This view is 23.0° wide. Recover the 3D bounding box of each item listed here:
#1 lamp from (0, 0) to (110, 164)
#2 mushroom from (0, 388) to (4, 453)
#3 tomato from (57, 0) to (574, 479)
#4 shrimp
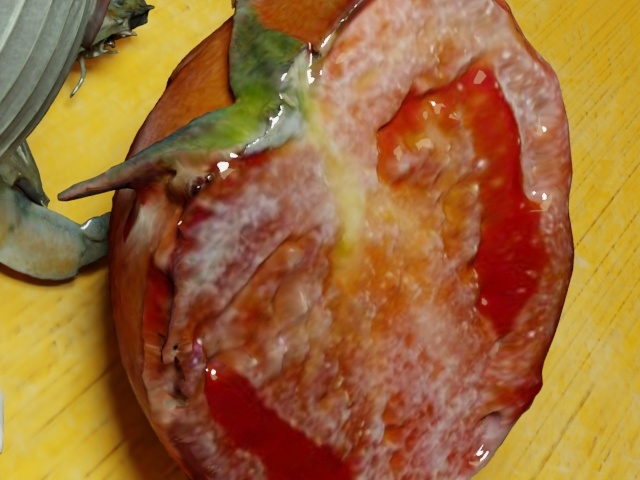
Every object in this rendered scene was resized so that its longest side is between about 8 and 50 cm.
[{"bbox_3d":[-0.206,-0.135,0.677,0.233,0.233,0.265,-1,52,-48],"label":"lamp"},{"bbox_3d":[-0.238,0.137,0.556,0.351,0.109,0.097,-42,118,-51],"label":"mushroom"},{"bbox_3d":[-0.005,-0.004,0.852,0.309,0.170,0.309,-16,117,-33],"label":"tomato"},{"bbox_3d":[-0.141,-0.063,0.848,0.150,0.051,0.217,59,42,-11],"label":"shrimp"}]
